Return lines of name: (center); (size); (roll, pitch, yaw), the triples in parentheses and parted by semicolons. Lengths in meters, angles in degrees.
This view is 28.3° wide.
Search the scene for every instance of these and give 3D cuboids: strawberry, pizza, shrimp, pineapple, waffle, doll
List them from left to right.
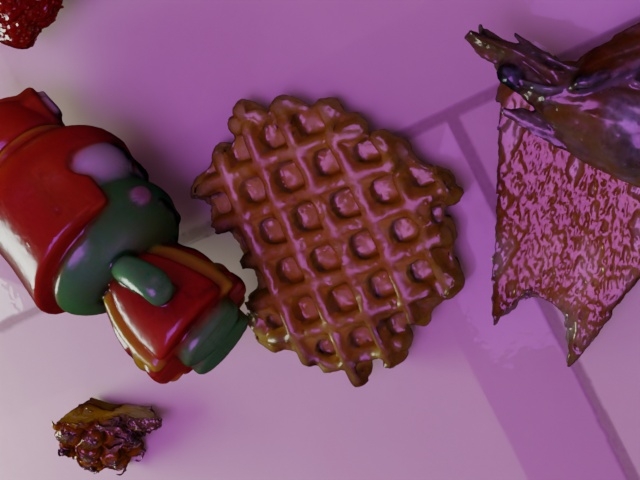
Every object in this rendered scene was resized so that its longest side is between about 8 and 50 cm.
strawberry: (-0.295, -0.254, 1.176); (0.131, 0.131, 0.148); (27, 110, 13)
doll: (-0.224, -0.016, 1.195); (0.160, 0.182, 0.363); (-42, 76, 2)
pineapple: (-0.214, 0.197, 1.349); (0.114, 0.077, 0.114); (-16, 136, 17)
waffle: (-0.001, 0.001, 1.176); (0.291, 0.051, 0.291); (7, 110, 21)
pizza: (0.223, -0.018, 1.073); (0.181, 0.034, 0.262); (13, 109, 18)
shrimp: (0.268, -0.123, 0.981); (0.317, 0.077, 0.168); (23, 90, 8)
